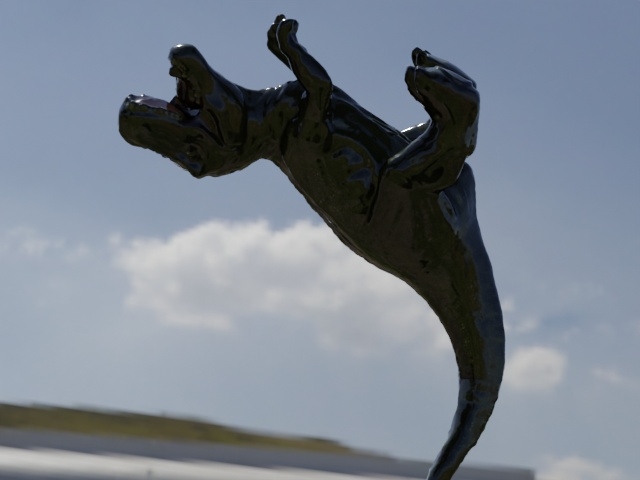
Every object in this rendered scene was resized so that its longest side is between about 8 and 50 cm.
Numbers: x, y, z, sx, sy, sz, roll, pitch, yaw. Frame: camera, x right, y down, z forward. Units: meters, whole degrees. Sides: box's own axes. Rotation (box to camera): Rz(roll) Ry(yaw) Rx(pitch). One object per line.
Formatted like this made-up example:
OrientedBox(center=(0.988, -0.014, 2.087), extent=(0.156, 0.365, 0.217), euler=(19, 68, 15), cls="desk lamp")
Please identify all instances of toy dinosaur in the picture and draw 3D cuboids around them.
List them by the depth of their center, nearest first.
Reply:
OrientedBox(center=(0.000, 0.000, 0.684), extent=(0.187, 0.179, 0.087), euler=(20, 12, 2), cls="toy dinosaur")
